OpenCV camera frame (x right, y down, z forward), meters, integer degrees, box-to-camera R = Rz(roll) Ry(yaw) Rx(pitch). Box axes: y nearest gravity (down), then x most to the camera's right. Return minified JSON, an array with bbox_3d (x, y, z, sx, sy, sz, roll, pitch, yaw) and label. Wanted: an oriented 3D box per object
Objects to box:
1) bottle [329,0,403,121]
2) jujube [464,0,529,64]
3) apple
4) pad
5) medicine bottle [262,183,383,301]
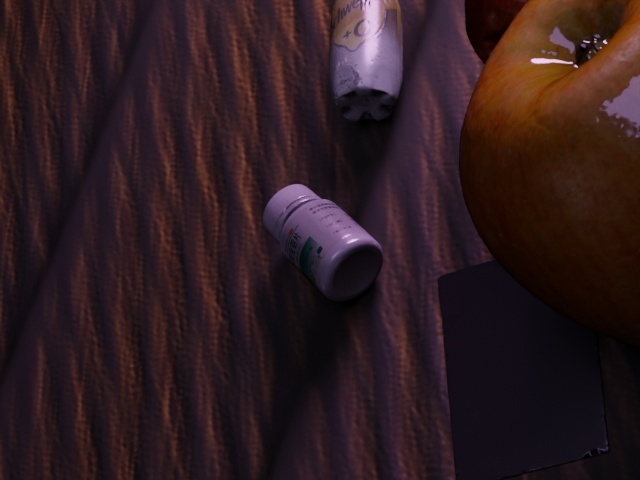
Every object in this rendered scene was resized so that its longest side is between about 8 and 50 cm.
[{"bbox_3d":[0.051,-0.260,2.211,0.083,0.083,0.270,-15,56,23],"label":"bottle"},{"bbox_3d":[0.254,-0.277,2.042,0.190,0.190,0.255,16,56,36],"label":"jujube"},{"bbox_3d":[0.322,-0.102,1.784,0.400,0.333,0.400,-16,49,19],"label":"apple"},{"bbox_3d":[0.199,0.119,1.957,0.163,0.004,0.243,-16,57,22],"label":"pad"},{"bbox_3d":[0.000,0.000,2.094,0.080,0.080,0.130,-47,51,-1],"label":"medicine bottle"}]
